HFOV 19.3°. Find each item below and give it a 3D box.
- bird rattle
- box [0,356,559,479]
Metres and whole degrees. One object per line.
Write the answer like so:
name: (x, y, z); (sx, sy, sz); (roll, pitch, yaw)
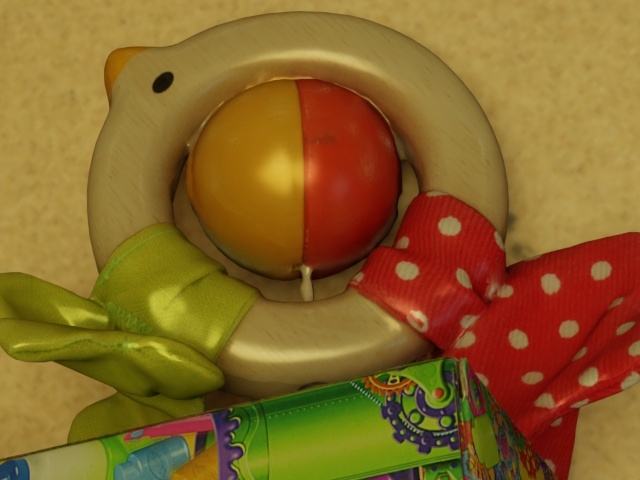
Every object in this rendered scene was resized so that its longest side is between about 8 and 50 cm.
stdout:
bird rattle: (0.000, 0.000, 0.717); (0.253, 0.143, 0.207); (-9, 65, 7)
box: (-0.045, 0.226, 0.607); (0.279, 0.177, 0.290); (-14, 60, 16)
